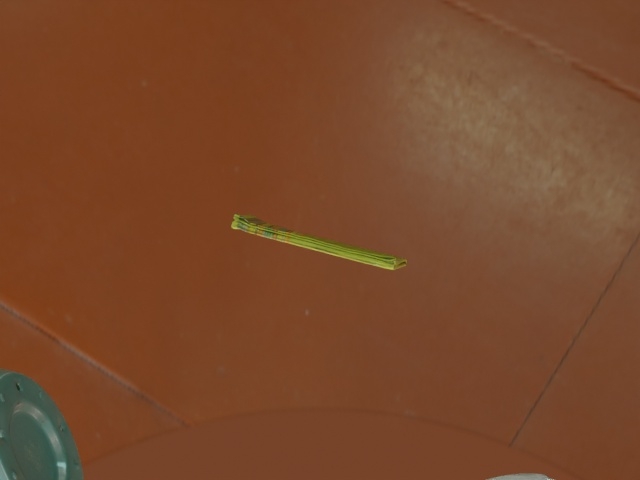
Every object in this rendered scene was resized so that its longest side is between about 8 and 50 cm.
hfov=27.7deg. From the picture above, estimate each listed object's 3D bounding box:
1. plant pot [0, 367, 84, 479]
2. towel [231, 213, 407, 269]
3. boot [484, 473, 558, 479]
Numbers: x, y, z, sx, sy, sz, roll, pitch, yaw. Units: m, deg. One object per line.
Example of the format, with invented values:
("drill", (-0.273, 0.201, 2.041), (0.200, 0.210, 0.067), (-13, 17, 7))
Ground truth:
("plant pot", (-0.402, 0.269, 1.415), (0.235, 0.293, 0.293), (-24, 62, 11))
("towel", (0.000, 0.000, 1.805), (0.237, 0.102, 0.021), (15, 97, 12))
("boot", (0.216, 0.222, 0.898), (0.258, 0.123, 0.095), (-1, 65, 27))
